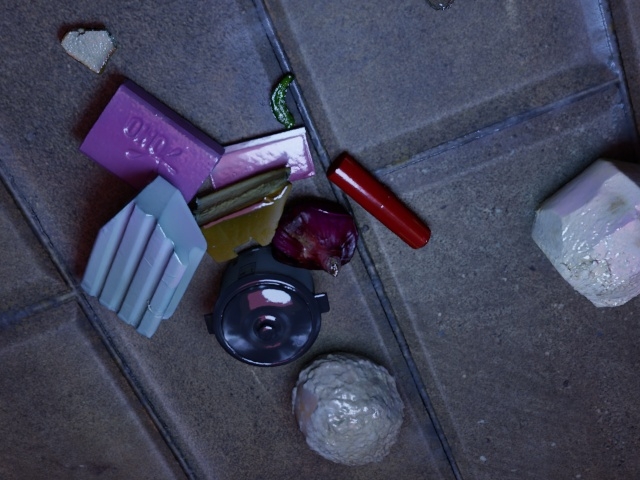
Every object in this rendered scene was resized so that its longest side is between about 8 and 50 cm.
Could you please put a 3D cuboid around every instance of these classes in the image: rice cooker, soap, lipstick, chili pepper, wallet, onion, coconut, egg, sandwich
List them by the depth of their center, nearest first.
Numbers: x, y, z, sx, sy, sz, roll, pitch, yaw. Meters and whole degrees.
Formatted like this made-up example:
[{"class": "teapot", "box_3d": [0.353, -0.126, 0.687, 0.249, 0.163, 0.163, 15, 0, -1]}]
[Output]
[{"class": "sandwich", "box_3d": [-0.472, -0.401, 1.573, 0.105, 0.035, 0.093, 30, 111, -15]}, {"class": "soap", "box_3d": [-0.358, -0.194, 1.639, 0.259, 0.081, 0.181, 37, 108, -12]}, {"class": "chili pepper", "box_3d": [-0.082, -0.297, 1.651, 0.056, 0.035, 0.117, -5, 106, -15]}, {"class": "soap", "box_3d": [-0.376, 0.033, 1.654, 0.208, 0.115, 0.347, 36, 133, 3]}, {"class": "coconut", "box_3d": [0.651, -0.030, 1.686, 0.297, 0.297, 0.309, 41, 109, -19]}, {"class": "sandwich", "box_3d": [-0.154, -0.064, 1.686, 0.236, 0.122, 0.128, -20, 136, 10]}, {"class": "onion", "box_3d": [0.000, 0.000, 1.690, 0.195, 0.218, 0.139, 8, 111, -20]}, {"class": "wallet", "box_3d": [-0.134, -0.171, 1.709, 0.232, 0.025, 0.119, -13, 115, 3]}, {"class": "lipstick", "box_3d": [0.136, -0.084, 1.743, 0.280, 0.073, 0.073, 39, 107, -19]}, {"class": "rice cooker", "box_3d": [-0.121, 0.152, 1.750, 0.281, 0.227, 0.241, -9, 115, 0]}, {"class": "egg", "box_3d": [0.064, 0.405, 1.867, 0.279, 0.279, 0.310, -33, 125, 11]}]

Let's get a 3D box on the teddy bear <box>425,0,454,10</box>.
[{"class": "teddy bear", "box_3d": [0.281, -0.573, 1.490, 0.182, 0.129, 0.251, -9, 116, -2]}]
